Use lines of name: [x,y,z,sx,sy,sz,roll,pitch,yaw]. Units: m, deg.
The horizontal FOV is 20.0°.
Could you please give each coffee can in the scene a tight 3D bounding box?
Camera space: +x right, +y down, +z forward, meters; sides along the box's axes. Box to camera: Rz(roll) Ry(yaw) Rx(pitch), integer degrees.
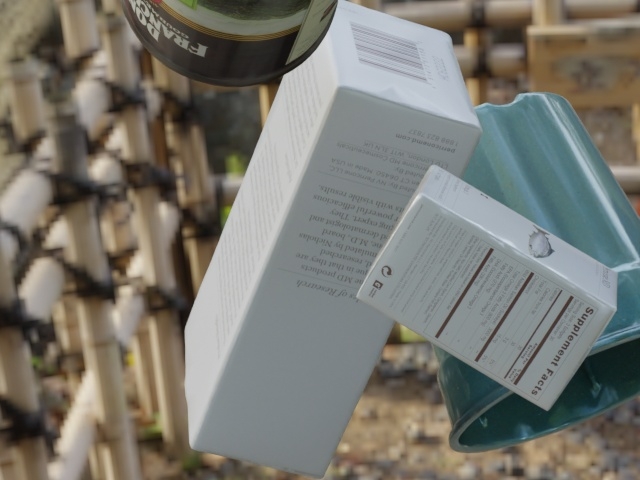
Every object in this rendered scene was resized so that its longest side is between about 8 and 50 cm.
coffee can: [-0.062,-0.267,1.512,0.201,0.202,0.275,-10,-12,-11]

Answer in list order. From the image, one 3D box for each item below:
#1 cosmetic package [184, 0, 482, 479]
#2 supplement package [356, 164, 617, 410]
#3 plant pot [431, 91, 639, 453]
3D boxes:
cosmetic package: [0.000,0.000,1.921,0.161,0.453,0.230,16,29,-15]
supplement package: [0.136,0.036,1.455,0.179,0.105,0.105,31,18,0]
plant pot: [0.244,0.029,2.133,0.341,0.341,0.334,-16,69,-21]
